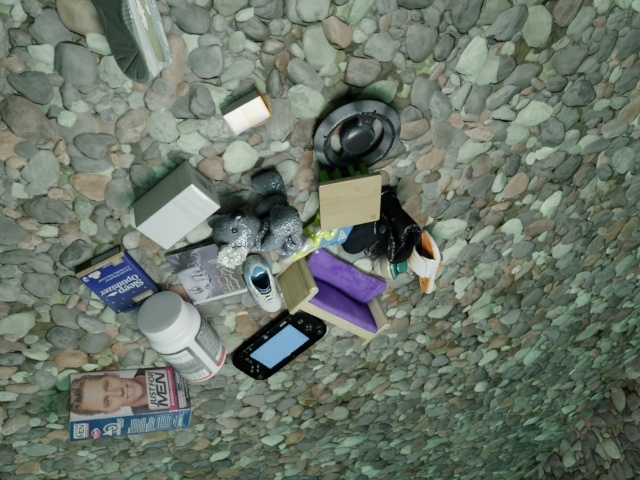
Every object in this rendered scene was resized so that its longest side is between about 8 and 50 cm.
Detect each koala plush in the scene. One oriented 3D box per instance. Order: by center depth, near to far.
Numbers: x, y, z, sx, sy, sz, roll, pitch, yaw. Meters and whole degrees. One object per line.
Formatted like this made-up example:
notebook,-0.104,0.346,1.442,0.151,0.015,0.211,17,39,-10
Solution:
koala plush,-0.172,-0.028,1.509,0.221,0.196,0.203,-19,145,-10

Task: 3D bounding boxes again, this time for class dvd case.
dvd case,-0.312,0.094,1.660,0.164,0.018,0.221,-15,135,3

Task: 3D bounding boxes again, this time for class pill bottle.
pill bottle,-0.393,0.272,1.691,0.161,0.161,0.283,-24,139,0

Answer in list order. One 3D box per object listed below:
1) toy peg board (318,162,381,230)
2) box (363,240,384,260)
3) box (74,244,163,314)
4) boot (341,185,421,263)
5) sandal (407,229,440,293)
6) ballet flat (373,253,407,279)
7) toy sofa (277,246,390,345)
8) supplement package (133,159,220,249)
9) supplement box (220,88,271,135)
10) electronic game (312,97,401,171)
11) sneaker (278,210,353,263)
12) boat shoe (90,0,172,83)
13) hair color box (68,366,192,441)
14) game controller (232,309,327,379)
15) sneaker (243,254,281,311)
toy peg board,0.069,-0.120,1.546,0.161,0.079,0.161,-11,138,-7
box,0.183,0.026,1.816,0.083,0.018,0.067,-44,132,19
box,-0.531,0.119,1.598,0.136,0.037,0.225,-26,136,2
boot,0.162,-0.004,1.648,0.094,0.207,0.247,18,122,-32
sandal,0.317,0.085,1.866,0.076,0.102,0.265,-16,136,-11
ballet flat,0.200,0.078,1.772,0.086,0.086,0.248,-37,166,13
toy sofa,0.064,0.169,1.806,0.177,0.150,0.362,-43,132,20
supplement package,-0.349,-0.085,1.437,0.179,0.105,0.105,-36,135,11
supplement box,-0.171,-0.294,1.366,0.098,0.036,0.062,-28,135,3
electronic game,0.092,-0.260,1.496,0.229,0.048,0.229,-11,141,-9
sneaker,0.000,0.000,1.667,0.240,0.091,0.126,-39,134,13
boat shoe,-0.356,-0.456,1.107,0.118,0.103,0.321,15,137,25
hair color box,-0.581,0.492,1.818,0.347,0.174,0.105,0,130,-22
game controller,-0.135,0.338,1.936,0.319,0.067,0.166,-40,133,14
sneaker,-0.166,0.142,1.733,0.085,0.086,0.237,-22,136,-4
